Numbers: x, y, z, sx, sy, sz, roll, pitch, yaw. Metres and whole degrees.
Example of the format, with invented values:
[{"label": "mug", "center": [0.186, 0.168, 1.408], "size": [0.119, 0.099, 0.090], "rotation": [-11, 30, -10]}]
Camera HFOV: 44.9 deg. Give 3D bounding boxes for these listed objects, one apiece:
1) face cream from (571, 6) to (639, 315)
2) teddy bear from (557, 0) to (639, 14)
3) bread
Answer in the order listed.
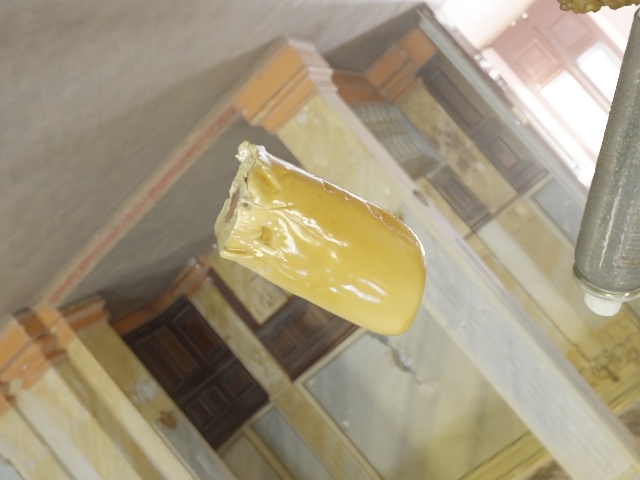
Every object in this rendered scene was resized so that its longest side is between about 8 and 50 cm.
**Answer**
[{"label": "face cream", "center": [0.269, -0.053, 0.655], "size": [0.073, 0.073, 0.284], "rotation": [-37, 140, -41]}, {"label": "teddy bear", "center": [0.283, -0.281, 0.575], "size": [0.246, 0.222, 0.296], "rotation": [-53, -153, -8]}, {"label": "bread", "center": [0.001, -0.002, 0.593], "size": [0.085, 0.173, 0.134], "rotation": [-62, -165, 4]}]
